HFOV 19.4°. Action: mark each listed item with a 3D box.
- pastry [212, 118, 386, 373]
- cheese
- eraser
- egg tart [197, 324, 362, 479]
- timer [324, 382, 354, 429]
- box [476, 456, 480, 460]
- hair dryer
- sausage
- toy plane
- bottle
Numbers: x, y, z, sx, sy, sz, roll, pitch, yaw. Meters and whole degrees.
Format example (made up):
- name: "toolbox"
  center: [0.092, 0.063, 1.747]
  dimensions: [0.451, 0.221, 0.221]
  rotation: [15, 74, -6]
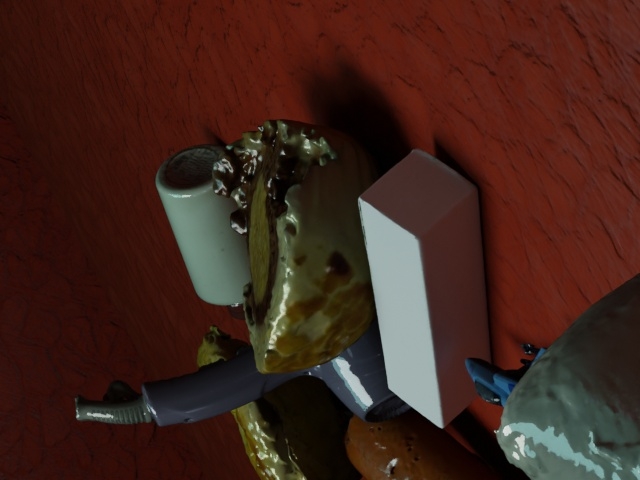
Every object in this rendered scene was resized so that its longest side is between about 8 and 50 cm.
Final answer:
- name: "pastry"
  center: [0.002, 0.006, 1.798]
  dimensions: [0.256, 0.170, 0.236]
  rotation: [164, 102, -74]
- name: "cheese"
  center: [0.237, 0.125, 1.222]
  dimensions: [0.189, 0.198, 0.154]
  rotation: [44, 162, 22]
- name: "eraser"
  center: [0.101, 0.050, 1.720]
  dimensions: [0.076, 0.078, 0.298]
  rotation: [36, 154, 31]
- name: "egg tart"
  center: [-0.034, 0.212, 2.098]
  dimensions: [0.295, 0.116, 0.295]
  rotation: [59, 175, 9]
- name: "timer"
  center: [0.037, 0.161, 2.165]
  dimensions: [0.178, 0.078, 0.253]
  rotation: [63, 165, -3]
- name: "box"
  center: [0.137, 0.443, 2.063]
  dimensions: [0.239, 0.229, 0.339]
  rotation: [51, 163, 30]
- name: "hair dryer"
  center: [-0.095, 0.095, 1.954]
  dimensions: [0.121, 0.361, 0.301]
  rotation: [84, 160, -65]
- name: "sausage"
  center: [0.142, 0.267, 1.911]
  dimensions: [0.330, 0.102, 0.102]
  rotation: [38, 154, 38]
- name: "toy plane"
  center: [0.195, 0.142, 1.616]
  dimensions: [0.169, 0.078, 0.246]
  rotation: [68, 170, -25]
- name: "bottle"
  center: [-0.126, 0.001, 2.356]
  dimensions: [0.104, 0.104, 0.245]
  rotation: [43, 158, 49]
